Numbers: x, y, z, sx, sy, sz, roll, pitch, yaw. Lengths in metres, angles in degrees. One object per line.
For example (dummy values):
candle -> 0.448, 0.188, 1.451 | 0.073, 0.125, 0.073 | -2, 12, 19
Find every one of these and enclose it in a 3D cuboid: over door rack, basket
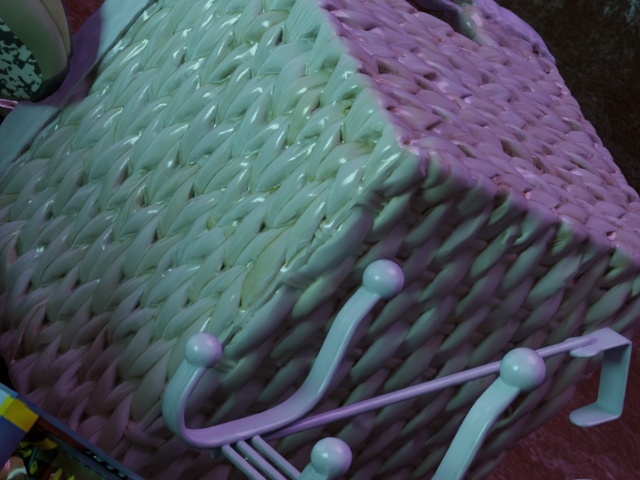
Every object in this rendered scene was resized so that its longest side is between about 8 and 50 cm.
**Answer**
over door rack -> 0.119, 0.101, 0.796 | 0.324, 0.108, 0.239 | 0, 23, -37
basket -> 0.000, 0.000, 1.030 | 0.328, 0.331, 0.266 | 21, 29, -45

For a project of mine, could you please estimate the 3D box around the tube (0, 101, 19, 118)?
tube -> -0.194, -0.088, 1.267 | 0.240, 0.062, 0.070 | 37, -21, 4

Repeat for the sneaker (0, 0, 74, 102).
sneaker -> -0.338, -0.156, 0.891 | 0.410, 0.158, 0.182 | 27, 54, -17

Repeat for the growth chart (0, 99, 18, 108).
growth chart -> -0.302, -0.149, 1.184 | 0.237, 0.021, 0.172 | 10, 28, -42

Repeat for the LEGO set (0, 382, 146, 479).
LEGO set -> -0.130, 0.183, 0.677 | 0.255, 0.192, 0.331 | 19, -19, 48

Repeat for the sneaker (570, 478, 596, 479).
sneaker -> 0.145, 0.275, 0.840 | 0.130, 0.236, 0.322 | 26, 24, -39
